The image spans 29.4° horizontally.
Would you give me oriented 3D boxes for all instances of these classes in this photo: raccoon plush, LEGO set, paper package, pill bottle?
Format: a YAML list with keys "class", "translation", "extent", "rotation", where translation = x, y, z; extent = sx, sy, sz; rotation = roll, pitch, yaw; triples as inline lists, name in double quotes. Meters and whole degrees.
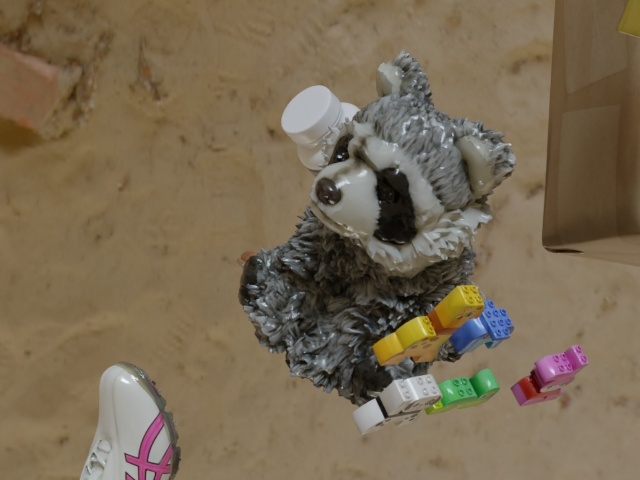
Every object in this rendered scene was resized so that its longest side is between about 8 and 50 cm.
- class: "raccoon plush"
  translation: [0.099, -0.027, 1.218]
  extent: [0.216, 0.446, 0.299]
  rotation: [36, 110, 12]
- class: "LEGO set"
  translation: [0.126, 0.086, 1.002]
  extent: [0.227, 0.087, 0.093]
  rotation: [-4, 147, -39]
- class: "paper package"
  translation: [0.400, -0.133, 1.256]
  extent: [0.310, 0.168, 0.324]
  rotation: [7, 83, -25]
- class: "pill bottle"
  translation: [0.031, -0.124, 1.659]
  extent: [0.108, 0.108, 0.180]
  rotation: [-36, 129, 13]

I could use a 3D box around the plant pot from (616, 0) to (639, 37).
- class: "plant pot"
  translation: [0.303, -0.208, 1.025]
  extent: [0.082, 0.081, 0.083]
  rotation: [18, 108, 13]

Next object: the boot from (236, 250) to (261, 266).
- class: "boot"
  translation: [0.000, 0.000, 1.597]
  extent: [0.197, 0.073, 0.152]
  rotation: [16, 95, -8]

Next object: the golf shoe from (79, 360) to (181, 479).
- class: "golf shoe"
  translation: [-0.156, 0.189, 0.964]
  extent: [0.086, 0.067, 0.186]
  rotation: [-18, 110, -42]
